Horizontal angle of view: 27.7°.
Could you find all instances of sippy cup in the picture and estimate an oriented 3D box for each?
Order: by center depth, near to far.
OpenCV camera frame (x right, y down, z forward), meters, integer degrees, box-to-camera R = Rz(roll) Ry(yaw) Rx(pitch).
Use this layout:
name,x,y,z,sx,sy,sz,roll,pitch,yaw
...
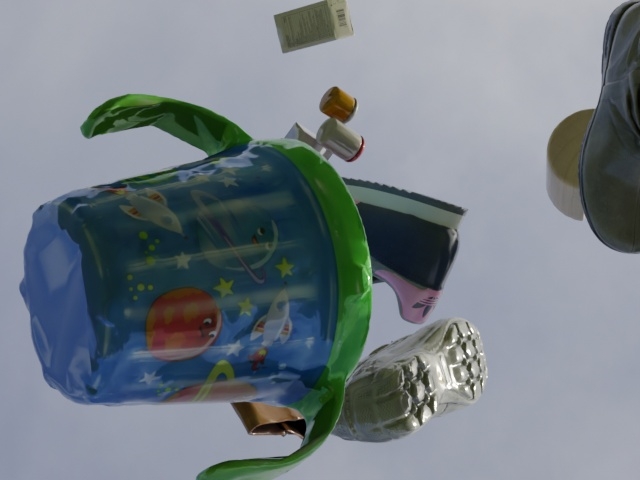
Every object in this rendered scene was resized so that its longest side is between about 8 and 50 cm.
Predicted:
name,x,y,z,sx,sy,sz,roll,pitch,yaw
sippy cup,-0.114,0.037,1.060,0.224,0.240,0.305,-6,-150,-35

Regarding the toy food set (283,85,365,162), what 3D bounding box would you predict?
name,x,y,z,sx,sy,sz,roll,pitch,yaw
toy food set,-0.002,-0.077,1.701,0.232,0.104,0.111,-54,-150,9

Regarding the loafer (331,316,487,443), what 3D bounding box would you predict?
name,x,y,z,sx,sy,sz,roll,pitch,yaw
loafer,0.100,0.155,1.463,0.111,0.319,0.112,-13,-92,28

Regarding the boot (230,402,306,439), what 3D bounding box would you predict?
name,x,y,z,sx,sy,sz,roll,pitch,yaw
boot,-0.146,0.124,1.522,0.096,0.264,0.280,-44,-123,15

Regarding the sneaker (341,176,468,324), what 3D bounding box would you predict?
name,x,y,z,sx,sy,sz,roll,pitch,yaw
sneaker,0.000,0.000,1.314,0.319,0.112,0.131,11,-91,46

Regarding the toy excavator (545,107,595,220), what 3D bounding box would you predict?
name,x,y,z,sx,sy,sz,roll,pitch,yaw
toy excavator,0.516,0.020,1.573,0.432,0.222,0.445,-8,-124,4

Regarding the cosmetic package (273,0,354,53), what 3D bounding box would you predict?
name,x,y,z,sx,sy,sz,roll,pitch,yaw
cosmetic package,-0.010,-0.307,1.848,0.041,0.060,0.115,-21,-168,-42

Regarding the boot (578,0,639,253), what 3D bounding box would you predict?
name,x,y,z,sx,sy,sz,roll,pitch,yaw
boot,0.285,-0.094,1.140,0.083,0.247,0.161,1,-167,1
